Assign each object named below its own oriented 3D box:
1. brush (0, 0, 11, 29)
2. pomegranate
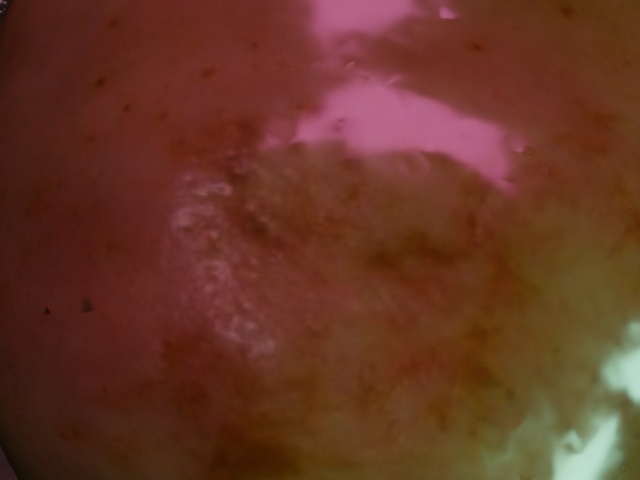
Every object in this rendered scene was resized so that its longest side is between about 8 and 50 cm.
[{"bbox_3d":[-0.228,-0.065,0.833,0.048,0.054,0.282,7,47,1],"label":"brush"},{"bbox_3d":[0.000,0.000,0.623,0.412,0.411,0.411,9,48,-10],"label":"pomegranate"}]
